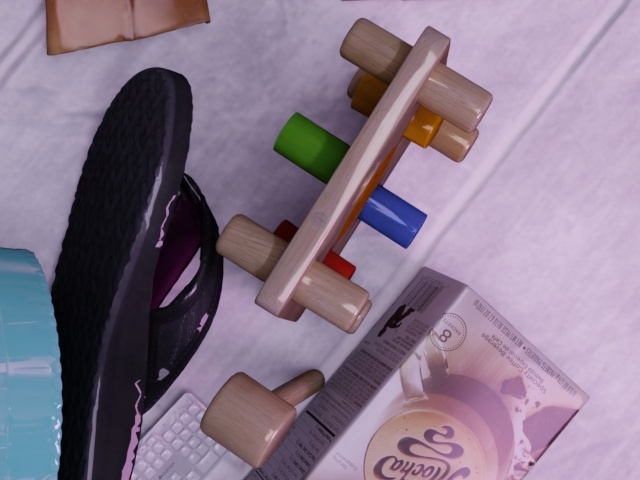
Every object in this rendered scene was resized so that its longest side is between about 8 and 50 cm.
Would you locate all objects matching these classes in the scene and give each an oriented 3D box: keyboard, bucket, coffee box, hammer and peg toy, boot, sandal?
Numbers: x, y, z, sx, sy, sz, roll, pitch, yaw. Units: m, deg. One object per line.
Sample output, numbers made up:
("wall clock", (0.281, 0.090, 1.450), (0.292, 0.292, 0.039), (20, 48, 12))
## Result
("keyboard", (-0.183, 0.251, 1.335), (0.072, 0.014, 0.256), (45, 85, -16))
("bucket", (-0.318, 0.125, 1.153), (0.183, 0.281, 0.281), (2, 97, -24))
("coffee box", (0.075, 0.194, 1.344), (0.168, 0.119, 0.297), (41, 85, -17))
("hammer and peg toy", (0.000, 0.000, 1.242), (0.127, 0.266, 0.361), (32, 89, 5))
("boot", (-0.233, -0.296, 1.232), (0.264, 0.096, 0.280), (-10, 107, -22))
("sandal", (-0.159, 0.074, 1.256), (0.107, 0.167, 0.445), (6, 102, -31))
